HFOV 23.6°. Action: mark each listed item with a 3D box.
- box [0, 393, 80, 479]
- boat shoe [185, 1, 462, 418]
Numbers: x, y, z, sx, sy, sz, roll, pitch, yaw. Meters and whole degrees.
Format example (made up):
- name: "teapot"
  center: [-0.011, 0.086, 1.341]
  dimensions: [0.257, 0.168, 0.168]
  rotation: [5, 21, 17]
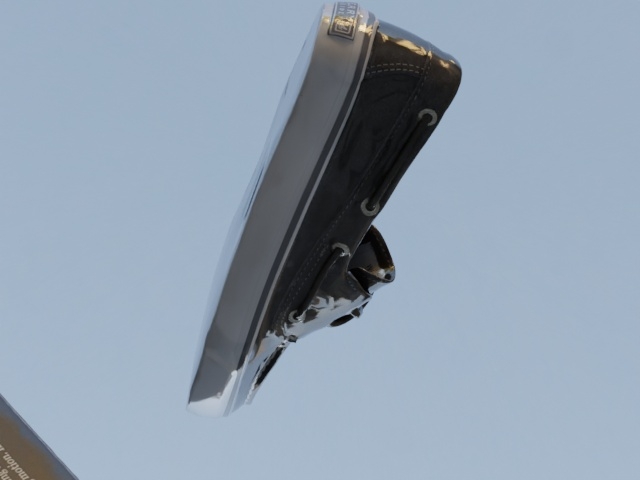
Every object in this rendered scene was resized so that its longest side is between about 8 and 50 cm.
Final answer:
- name: "box"
  center: [-0.233, 0.248, 0.722]
  dimensions: [0.312, 0.343, 0.179]
  rotation: [-24, -44, -32]
- name: "boat shoe"
  center: [0.000, 0.000, 0.679]
  dimensions: [0.076, 0.080, 0.228]
  rotation: [18, -57, -7]
